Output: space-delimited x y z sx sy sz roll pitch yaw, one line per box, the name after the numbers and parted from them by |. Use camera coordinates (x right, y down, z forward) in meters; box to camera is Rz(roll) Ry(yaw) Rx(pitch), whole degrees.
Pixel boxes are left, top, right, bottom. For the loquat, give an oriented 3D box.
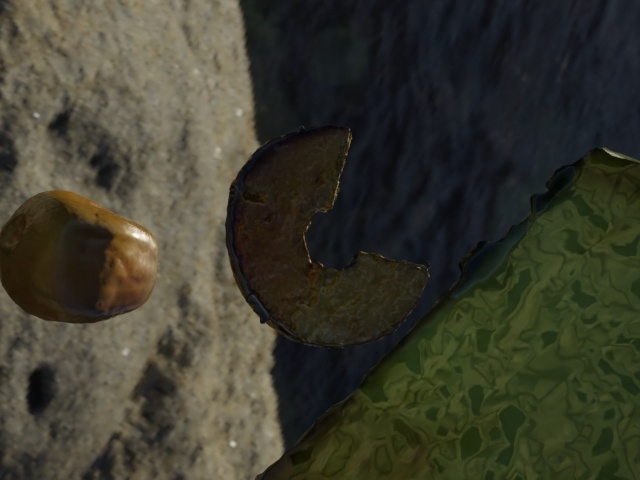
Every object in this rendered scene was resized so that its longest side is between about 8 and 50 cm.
-0.202 0.016 1.079 0.137 0.137 0.113 28 63 -59 | loquat

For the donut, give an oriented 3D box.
-0.009 0.007 1.029 0.146 0.181 0.078 -29 178 -17 | donut

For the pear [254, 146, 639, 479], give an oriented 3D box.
0.077 0.151 0.395 0.292 0.159 0.292 -21 130 -28 | pear
